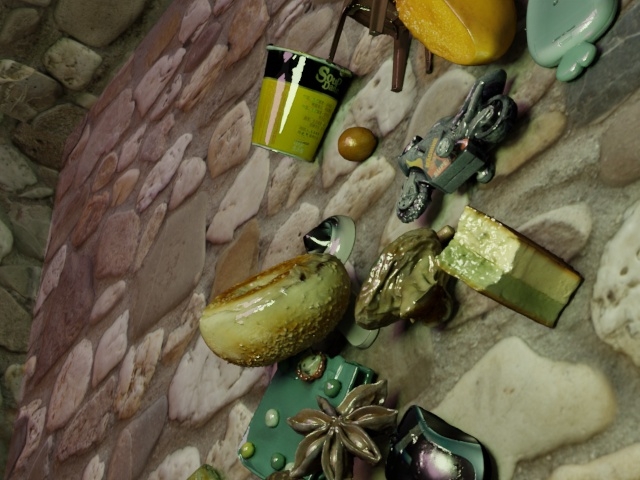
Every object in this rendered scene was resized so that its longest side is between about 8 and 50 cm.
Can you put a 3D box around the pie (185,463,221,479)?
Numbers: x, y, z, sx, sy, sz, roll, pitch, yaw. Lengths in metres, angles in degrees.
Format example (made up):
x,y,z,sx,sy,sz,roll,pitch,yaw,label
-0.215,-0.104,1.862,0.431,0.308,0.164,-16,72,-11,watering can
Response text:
x,y,z,sx,sy,sz,roll,pitch,yaw,label
-0.258,0.565,2.119,0.187,0.041,0.186,-39,37,38,pie

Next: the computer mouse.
x,y,z,sx,sy,sz,roll,pitch,yaw,label
0.165,0.340,1.536,0.233,0.096,0.137,24,90,60,computer mouse

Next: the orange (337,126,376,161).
x,y,z,sx,sy,sz,roll,pitch,yaw,label
0.076,-0.205,2.126,0.085,0.085,0.085,-39,38,39,orange

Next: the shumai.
x,y,z,sx,sy,sz,roll,pitch,yaw,label
0.161,0.084,1.716,0.153,0.161,0.209,32,77,40,shumai

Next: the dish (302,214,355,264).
x,y,z,sx,sy,sz,roll,pitch,yaw,label
0.000,0.000,2.089,0.141,0.078,0.141,-39,37,38,dish

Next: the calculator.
x,y,z,sx,sy,sz,roll,pitch,yaw,label
0.427,-0.400,1.725,0.185,0.041,0.298,-33,41,44,calculator

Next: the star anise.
x,y,z,sx,sy,sz,roll,pitch,yaw,label
0.037,0.332,1.681,0.212,0.073,0.196,-15,44,23,star anise

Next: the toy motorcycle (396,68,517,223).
x,y,z,sx,sy,sz,roll,pitch,yaw,label
0.234,-0.167,1.805,0.307,0.108,0.173,-45,29,28,toy motorcycle

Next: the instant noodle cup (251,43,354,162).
x,y,z,sx,sy,sz,roll,pitch,yaw,label
-0.055,-0.311,2.321,0.215,0.216,0.236,23,98,61,instant noodle cup

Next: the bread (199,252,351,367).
x,y,z,sx,sy,sz,roll,pitch,yaw,label
-0.078,0.137,1.903,0.306,0.158,0.305,-26,5,2,bread

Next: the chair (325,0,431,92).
x,y,z,sx,sy,sz,roll,pitch,yaw,label
0.154,-0.502,2.114,0.176,0.183,0.326,-23,50,50,chair

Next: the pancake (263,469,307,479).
x,y,z,sx,sy,sz,roll,pitch,yaw,label
-0.044,0.533,1.721,0.286,0.033,0.288,54,134,36,pancake

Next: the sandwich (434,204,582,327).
x,y,z,sx,sy,sz,roll,pitch,yaw,label
0.260,0.021,1.533,0.108,0.186,0.220,-58,29,7,sandwich

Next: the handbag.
x,y,z,sx,sy,sz,roll,pitch,yaw,label
-0.037,0.334,1.871,0.269,0.100,0.274,9,77,61,handbag

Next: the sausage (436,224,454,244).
x,y,z,sx,sy,sz,roll,pitch,yaw,label
0.191,0.017,1.815,0.132,0.024,0.024,-43,36,33,sausage

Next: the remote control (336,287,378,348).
x,y,z,sx,sy,sz,roll,pitch,yaw,label
0.052,0.135,1.957,0.077,0.022,0.245,-62,28,10,remote control

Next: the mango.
x,y,z,sx,sy,sz,roll,pitch,yaw,label
0.254,-0.438,1.868,0.199,0.201,0.350,-34,41,4,mango
